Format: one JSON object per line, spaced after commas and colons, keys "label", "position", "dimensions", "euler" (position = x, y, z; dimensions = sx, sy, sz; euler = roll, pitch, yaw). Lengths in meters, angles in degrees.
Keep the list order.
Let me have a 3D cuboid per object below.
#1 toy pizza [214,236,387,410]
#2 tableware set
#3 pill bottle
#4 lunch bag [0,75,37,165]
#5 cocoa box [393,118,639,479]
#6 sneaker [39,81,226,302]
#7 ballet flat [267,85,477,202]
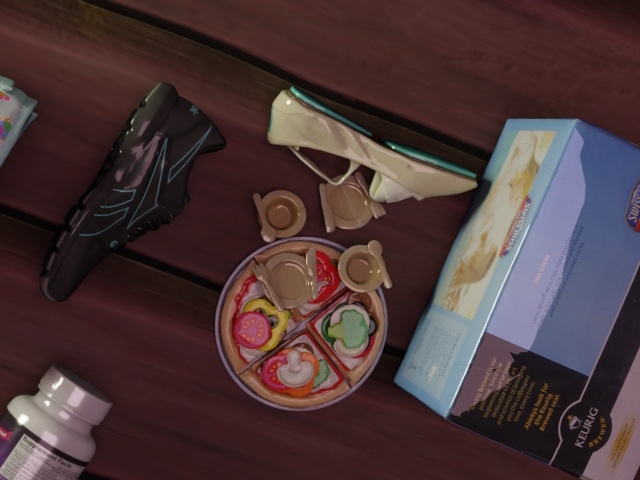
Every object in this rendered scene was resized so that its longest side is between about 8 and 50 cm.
{"label": "toy pizza", "position": [-0.019, 0.096, 1.616], "dimensions": [0.201, 0.032, 0.201], "euler": [-1, 95, -12]}
{"label": "tableware set", "position": [0.000, 0.000, 1.596], "dimensions": [0.169, 0.020, 0.141], "euler": [-11, 80, -17]}
{"label": "pill bottle", "position": [-0.310, 0.234, 1.529], "dimensions": [0.108, 0.108, 0.193], "euler": [35, 87, -12]}
{"label": "lunch bag", "position": [-0.444, -0.091, 1.451], "dimensions": [0.223, 0.160, 0.262], "euler": [32, 93, -12]}
{"label": "cocoa box", "position": [0.268, 0.062, 1.571], "dimensions": [0.228, 0.231, 0.347], "euler": [24, 90, -12]}
{"label": "sneaker", "position": [-0.205, -0.038, 1.533], "dimensions": [0.106, 0.101, 0.267], "euler": [34, 88, -15]}
{"label": "ballet flat", "position": [0.053, -0.089, 1.596], "dimensions": [0.248, 0.086, 0.086], "euler": [25, 89, -7]}
